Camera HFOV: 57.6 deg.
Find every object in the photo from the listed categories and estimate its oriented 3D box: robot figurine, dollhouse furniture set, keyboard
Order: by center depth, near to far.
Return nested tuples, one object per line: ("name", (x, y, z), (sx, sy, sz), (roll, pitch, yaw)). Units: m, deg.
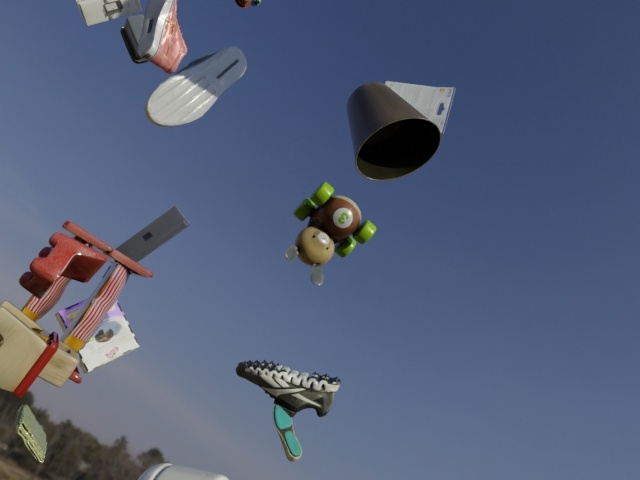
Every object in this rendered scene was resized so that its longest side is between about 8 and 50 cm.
("dollhouse furniture set", (-0.334, 0.091, 0.789), (0.152, 0.201, 0.374), (37, -15, -20))
("robot figurine", (-0.388, 0.747, 1.642), (0.354, 0.199, 0.300), (4, -27, 18))
("keyboard", (-0.508, -0.005, 1.731), (0.072, 0.256, 0.014), (56, 10, -3))

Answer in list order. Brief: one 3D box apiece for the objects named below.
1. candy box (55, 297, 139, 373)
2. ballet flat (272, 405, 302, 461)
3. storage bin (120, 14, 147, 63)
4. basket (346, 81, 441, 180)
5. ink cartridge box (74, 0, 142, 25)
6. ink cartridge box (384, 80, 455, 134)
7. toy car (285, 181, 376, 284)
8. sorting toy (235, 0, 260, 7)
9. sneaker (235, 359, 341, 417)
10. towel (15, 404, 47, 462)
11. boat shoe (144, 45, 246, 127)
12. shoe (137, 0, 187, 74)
("candy box", (-0.655, 0.266, 1.712), (0.070, 0.165, 0.196), (-27, -91, 54))
("ballet flat", (-0.102, 0.539, 1.636), (0.057, 0.168, 0.052), (-1, -37, -31))
("storage bin", (-0.578, -0.657, 1.880), (0.135, 0.098, 0.091), (68, -24, 1))
("basket", (0.150, -0.273, 1.396), (0.205, 0.226, 0.154), (-23, -48, 2))
("ink cartridge box", (-0.557, -0.624, 1.509), (0.109, 0.151, 0.063), (53, -22, 36))
("ink cartridge box", (0.279, -0.391, 1.761), (0.224, 0.223, 0.045), (10, -37, 16))
("toy car", (0.000, 0.000, 1.243), (0.155, 0.188, 0.149), (42, -41, -9))
("sorting toy", (-0.186, -0.673, 1.595), (0.042, 0.102, 0.061), (19, -32, 55))
("sneaker", (-0.078, 0.327, 1.264), (0.235, 0.106, 0.078), (11, -1, 8))
("towel", (-0.670, 0.445, 1.346), (0.148, 0.027, 0.110), (13, -52, 65))
("boat shoe", (-0.335, -0.396, 1.528), (0.119, 0.335, 0.121), (5, -51, 47))
("shoe", (-0.315, -0.434, 1.196), (0.064, 0.177, 0.081), (-1, -18, 33))
